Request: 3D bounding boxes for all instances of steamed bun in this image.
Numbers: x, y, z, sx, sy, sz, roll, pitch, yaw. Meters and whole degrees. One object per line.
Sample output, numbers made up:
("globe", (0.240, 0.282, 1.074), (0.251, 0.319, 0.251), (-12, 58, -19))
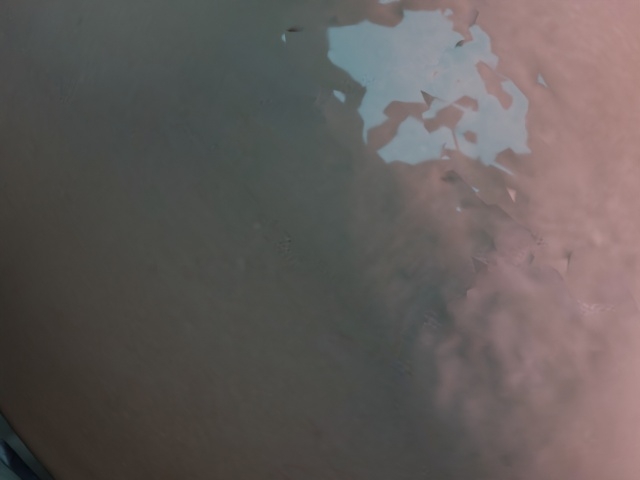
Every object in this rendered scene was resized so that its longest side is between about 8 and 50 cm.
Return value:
("steamed bun", (0.000, 0.000, 0.656), (0.324, 0.324, 0.206), (43, 53, 11))

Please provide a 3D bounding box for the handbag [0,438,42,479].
("handbag", (-0.090, 0.168, 0.707), (0.173, 0.117, 0.095), (44, 47, 8))
